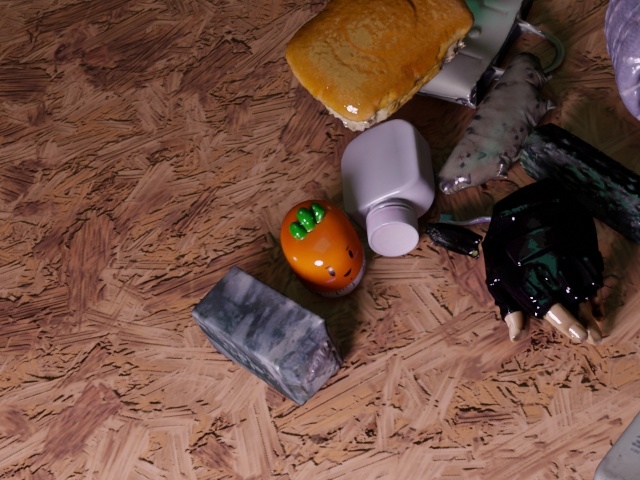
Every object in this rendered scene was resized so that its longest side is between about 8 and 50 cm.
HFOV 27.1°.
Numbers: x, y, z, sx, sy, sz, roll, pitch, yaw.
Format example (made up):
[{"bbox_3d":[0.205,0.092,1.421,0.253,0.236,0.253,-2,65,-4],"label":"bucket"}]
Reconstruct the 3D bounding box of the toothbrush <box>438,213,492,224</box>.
[{"bbox_3d":[0.212,-0.025,1.685,0.131,0.011,0.013,3,73,26],"label":"toothbrush"}]

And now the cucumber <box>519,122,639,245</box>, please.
[{"bbox_3d":[0.342,-0.075,1.633,0.078,0.062,0.211,-40,46,-14],"label":"cucumber"}]

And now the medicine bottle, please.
[{"bbox_3d":[0.089,-0.068,1.734,0.119,0.069,0.183,-25,42,22],"label":"medicine bottle"}]

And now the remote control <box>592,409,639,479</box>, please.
[{"bbox_3d":[0.399,0.165,1.406,0.090,0.038,0.309,24,63,40],"label":"remote control"}]

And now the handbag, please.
[{"bbox_3d":[0.189,-0.296,1.880,0.315,0.109,0.241,13,58,29],"label":"handbag"}]

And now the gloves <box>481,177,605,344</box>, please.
[{"bbox_3d":[0.265,0.038,1.540,0.164,0.124,0.203,-42,36,10],"label":"gloves"}]

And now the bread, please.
[{"bbox_3d":[0.078,-0.259,1.772,0.245,0.121,0.174,-39,61,-15],"label":"bread"}]

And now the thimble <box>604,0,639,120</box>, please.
[{"bbox_3d":[0.472,-0.251,1.631,0.236,0.205,0.172,-13,45,15],"label":"thimble"}]

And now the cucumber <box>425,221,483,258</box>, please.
[{"bbox_3d":[0.163,-0.003,1.635,0.135,0.034,0.033,-159,88,-74],"label":"cucumber"}]

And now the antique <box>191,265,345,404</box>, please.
[{"bbox_3d":[-0.060,0.118,1.627,0.183,0.088,0.086,28,67,40],"label":"antique"}]

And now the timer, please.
[{"bbox_3d":[0.000,0.000,1.685,0.099,0.136,0.136,-30,44,-11],"label":"timer"}]

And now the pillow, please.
[{"bbox_3d":[0.243,-0.148,1.747,0.093,0.051,0.241,23,68,33],"label":"pillow"}]
